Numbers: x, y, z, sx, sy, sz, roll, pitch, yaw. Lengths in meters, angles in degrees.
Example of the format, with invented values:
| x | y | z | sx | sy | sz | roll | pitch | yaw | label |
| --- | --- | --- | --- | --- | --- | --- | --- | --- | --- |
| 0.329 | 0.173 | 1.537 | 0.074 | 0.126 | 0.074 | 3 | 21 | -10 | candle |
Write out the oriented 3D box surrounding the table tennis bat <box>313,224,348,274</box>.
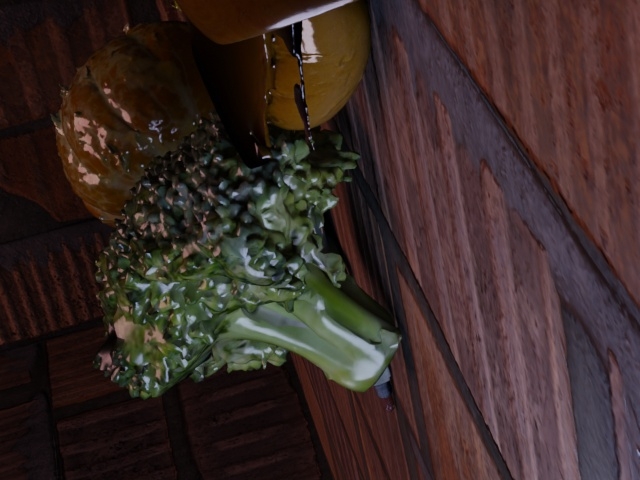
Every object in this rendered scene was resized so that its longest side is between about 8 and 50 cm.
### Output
| x | y | z | sx | sy | sz | roll | pitch | yaw | label |
| --- | --- | --- | --- | --- | --- | --- | --- | --- | --- |
| 0.000 | 0.000 | 1.816 | 0.244 | 0.040 | 0.153 | -107 | 2 | -63 | table tennis bat |

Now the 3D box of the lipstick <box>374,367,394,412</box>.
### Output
| x | y | z | sx | sy | sz | roll | pitch | yaw | label |
| --- | --- | --- | --- | --- | --- | --- | --- | --- | --- |
| 0.066 | 0.155 | 1.618 | 0.025 | 0.025 | 0.107 | -111 | 1 | -50 | lipstick |

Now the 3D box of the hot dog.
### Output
| x | y | z | sx | sy | sz | roll | pitch | yaw | label |
| --- | --- | --- | --- | --- | --- | --- | --- | --- | --- |
| -0.013 | -0.167 | 1.081 | 0.194 | 0.107 | 0.326 | 65 | 166 | 0 | hot dog |

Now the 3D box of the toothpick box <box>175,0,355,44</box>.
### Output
| x | y | z | sx | sy | sz | roll | pitch | yaw | label |
| --- | --- | --- | --- | --- | --- | --- | --- | --- | --- |
| -0.037 | -0.247 | 0.642 | 0.192 | 0.192 | 0.294 | -130 | 18 | -78 | toothpick box |

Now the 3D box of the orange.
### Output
| x | y | z | sx | sy | sz | roll | pitch | yaw | label |
| --- | --- | --- | --- | --- | --- | --- | --- | --- | --- |
| -0.221 | -0.165 | 2.096 | 0.249 | 0.329 | 0.329 | 52 | 165 | 26 | orange |

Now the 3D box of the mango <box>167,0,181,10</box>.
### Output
| x | y | z | sx | sy | sz | roll | pitch | yaw | label |
| --- | --- | --- | --- | --- | --- | --- | --- | --- | --- |
| -0.199 | -0.443 | 2.279 | 0.119 | 0.100 | 0.178 | -100 | 2 | -60 | mango |

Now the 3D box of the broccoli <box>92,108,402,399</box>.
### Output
| x | y | z | sx | sy | sz | roll | pitch | yaw | label |
| --- | --- | --- | --- | --- | --- | --- | --- | --- | --- |
| -0.080 | 0.019 | 1.430 | 0.317 | 0.338 | 0.277 | 53 | -144 | -28 | broccoli |
